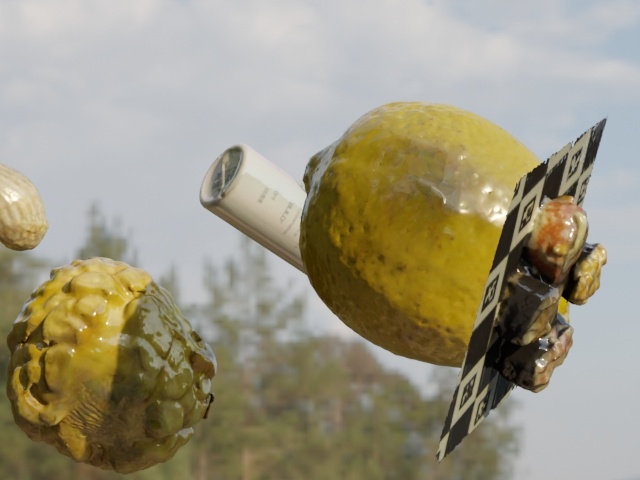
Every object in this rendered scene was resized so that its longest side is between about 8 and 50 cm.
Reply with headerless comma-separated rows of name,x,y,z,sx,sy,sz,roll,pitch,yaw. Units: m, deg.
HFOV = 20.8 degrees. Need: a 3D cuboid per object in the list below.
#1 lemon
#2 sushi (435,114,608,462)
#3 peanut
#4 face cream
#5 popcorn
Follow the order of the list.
lemon,0.119,-0.004,1.695,0.310,0.253,0.253,34,3,19
sushi,0.152,0.038,1.157,0.040,0.210,0.193,23,27,20
peanut,-0.399,-0.068,2.016,0.207,0.087,0.087,41,-21,-11
face cream,0.000,0.000,2.078,0.311,0.092,0.092,34,-25,-27
popcorn,-0.242,0.149,1.962,0.250,0.250,0.190,0,12,1
